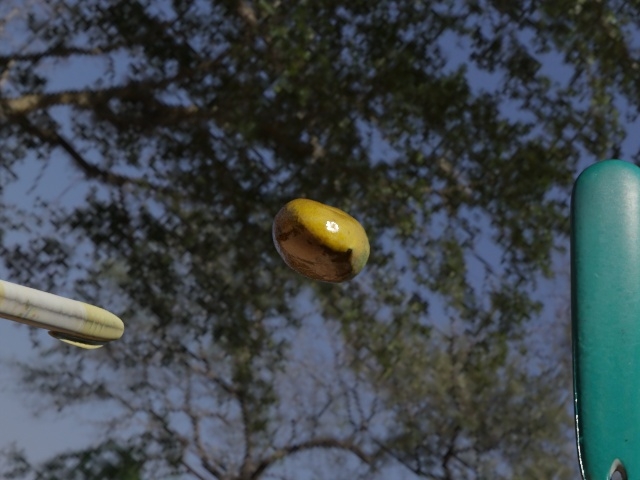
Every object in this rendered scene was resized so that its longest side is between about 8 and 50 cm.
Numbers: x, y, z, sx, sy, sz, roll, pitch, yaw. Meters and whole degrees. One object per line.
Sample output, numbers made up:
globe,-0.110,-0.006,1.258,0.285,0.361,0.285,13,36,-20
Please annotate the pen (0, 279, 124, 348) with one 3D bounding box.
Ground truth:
pen,-0.239,0.062,0.974,0.032,0.040,0.233,30,2,28

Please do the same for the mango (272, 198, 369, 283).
mango,0.000,0.000,0.887,0.079,0.057,0.114,27,-6,3

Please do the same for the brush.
brush,0.150,0.045,0.587,0.043,0.193,0.032,-3,-30,17
